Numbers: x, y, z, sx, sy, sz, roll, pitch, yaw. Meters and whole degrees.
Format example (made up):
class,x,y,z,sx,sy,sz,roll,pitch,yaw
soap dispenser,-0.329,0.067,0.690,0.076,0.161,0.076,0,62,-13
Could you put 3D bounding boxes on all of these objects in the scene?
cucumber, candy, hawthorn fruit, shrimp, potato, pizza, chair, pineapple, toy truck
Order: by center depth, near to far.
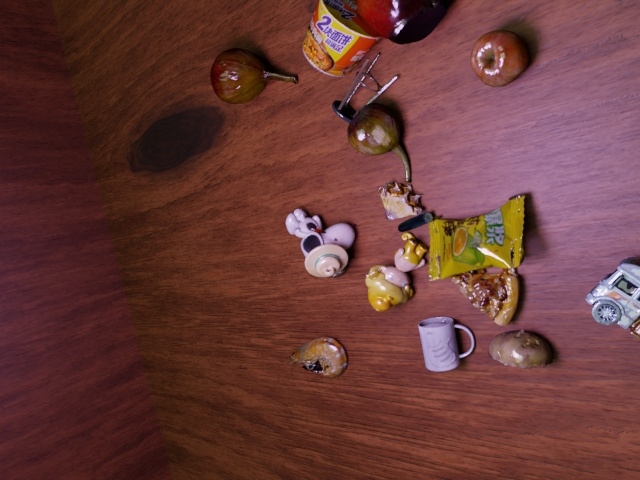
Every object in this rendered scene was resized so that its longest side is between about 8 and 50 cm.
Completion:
class,x,y,z,sx,sy,sz,roll,pitch,yaw
toy truck,0.720,0.158,1.076,0.305,0.136,0.162,40,119,25
hawthorn fruit,0.194,-0.606,1.302,0.250,0.215,0.215,42,127,37
potato,0.491,0.264,1.346,0.172,0.101,0.089,4,99,45
candy,0.393,-0.001,1.358,0.297,0.081,0.187,-15,68,53
pizza,0.422,0.128,1.385,0.194,0.069,0.154,20,115,37
cucumber,0.262,-0.049,1.502,0.133,0.032,0.032,-24,85,54
chair,0.107,-0.421,1.504,0.221,0.095,0.104,-51,55,39
pineapple,0.224,-0.101,1.506,0.137,0.069,0.116,39,132,24
shrimp,-0.014,0.429,1.890,0.287,0.063,0.152,-28,94,42

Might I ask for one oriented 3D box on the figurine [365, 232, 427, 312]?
class,x,y,z,sx,sy,sz,roll,pitch,yaw
figurine,0.217,0.101,1.544,0.156,0.131,0.246,30,112,-13

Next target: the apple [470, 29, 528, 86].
class,x,y,z,sx,sy,sz,roll,pitch,yaw
apple,0.412,-0.421,1.217,0.126,0.102,0.125,21,121,40

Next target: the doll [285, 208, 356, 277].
class,x,y,z,sx,sy,sz,roll,pitch,yaw
doll,-0.019,0.009,1.686,0.272,0.208,0.143,16,143,35

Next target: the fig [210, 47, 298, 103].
class,x,y,z,sx,sy,sz,roll,pitch,yaw
fig,-0.220,-0.557,1.764,0.291,0.190,0.190,-10,96,7

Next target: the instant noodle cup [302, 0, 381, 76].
class,x,y,z,sx,sy,sz,roll,pitch,yaw
instant noodle cup,0.057,-0.566,1.449,0.213,0.213,0.174,58,141,14

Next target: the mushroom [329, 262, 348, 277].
class,x,y,z,sx,sy,sz,roll,pitch,yaw
mushroom,0.036,0.068,1.742,0.123,0.052,0.123,14,113,35

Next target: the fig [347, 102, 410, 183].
class,x,y,z,sx,sy,sz,roll,pitch,yaw
fig,0.185,-0.265,1.475,0.245,0.149,0.149,45,133,-7

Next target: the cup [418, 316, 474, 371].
class,x,y,z,sx,sy,sz,roll,pitch,yaw
cup,0.348,0.289,1.480,0.136,0.099,0.133,-5,98,44
